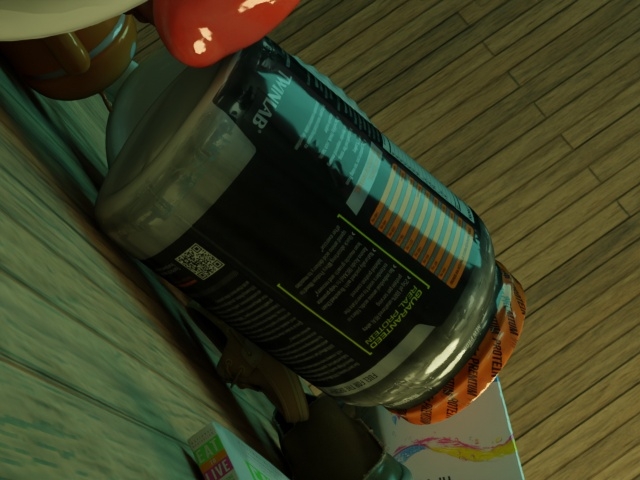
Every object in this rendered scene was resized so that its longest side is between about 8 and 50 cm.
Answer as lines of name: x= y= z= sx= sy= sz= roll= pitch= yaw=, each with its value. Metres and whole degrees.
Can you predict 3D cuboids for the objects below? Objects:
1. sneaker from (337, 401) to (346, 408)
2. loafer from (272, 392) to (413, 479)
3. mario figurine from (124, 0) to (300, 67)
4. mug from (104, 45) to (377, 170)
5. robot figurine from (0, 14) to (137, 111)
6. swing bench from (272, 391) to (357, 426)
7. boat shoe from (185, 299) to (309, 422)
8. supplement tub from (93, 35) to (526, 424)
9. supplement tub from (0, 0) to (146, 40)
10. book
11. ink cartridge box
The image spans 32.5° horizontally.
sneaker: x=0.110 y=0.352 z=1.434 sx=0.341 sy=0.125 sz=0.139 roll=54 pitch=-1 yaw=10
loafer: x=0.003 y=0.197 z=1.002 sx=0.087 sy=0.094 sz=0.251 roll=51 pitch=-11 yaw=-13
mario figurine: x=-0.146 y=-0.243 z=0.820 sx=0.321 sy=0.198 sz=0.170 roll=15 pitch=-50 yaw=23
mug: x=-0.108 y=-0.093 z=1.212 sx=0.374 sy=0.276 sz=0.328 roll=35 pitch=-3 yaw=29
robot figurine: x=-0.256 y=-0.223 z=1.033 sx=0.158 sy=0.128 sz=0.219 roll=9 pitch=-36 yaw=39
swing bench: x=0.100 y=0.286 z=1.259 sx=0.253 sy=0.165 sz=0.254 roll=52 pitch=-4 yaw=28
boat shoe: x=-0.070 y=0.108 z=1.011 sx=0.170 sy=0.059 sz=0.063 roll=51 pitch=-23 yaw=36
supplement tub: x=0.000 y=0.000 z=0.925 sx=0.338 sy=0.207 sz=0.207 roll=39 pitch=3 yaw=-20
supplement tub: x=-0.160 y=-0.231 z=0.531 sx=0.241 sy=0.241 sz=0.331 roll=57 pitch=-3 yaw=-22
book: x=-0.018 y=0.169 z=0.572 sx=0.096 sy=0.035 sz=0.144 roll=53 pitch=1 yaw=-41
ink cartridge box: x=0.119 y=0.221 z=1.065 sx=0.078 sy=0.134 sz=0.231 roll=115 pitch=-34 yaw=-62
